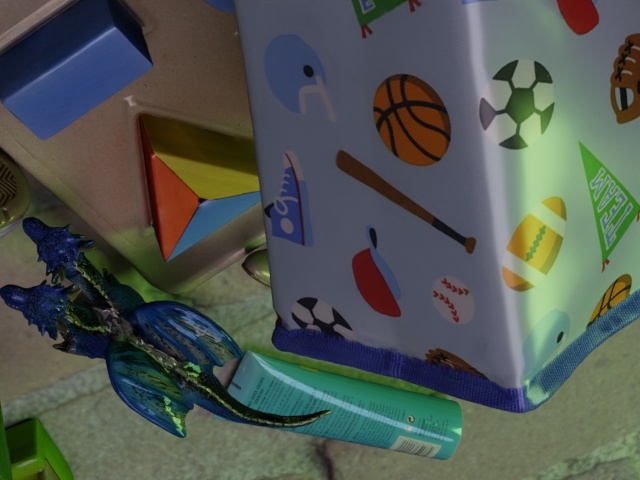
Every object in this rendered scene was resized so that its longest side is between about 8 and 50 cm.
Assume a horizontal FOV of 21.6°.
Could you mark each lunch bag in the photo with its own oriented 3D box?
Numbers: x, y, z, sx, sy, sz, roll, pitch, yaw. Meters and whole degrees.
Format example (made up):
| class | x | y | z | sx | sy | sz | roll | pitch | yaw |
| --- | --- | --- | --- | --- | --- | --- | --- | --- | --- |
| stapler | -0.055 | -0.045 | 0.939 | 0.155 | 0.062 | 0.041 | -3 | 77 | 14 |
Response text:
| class | x | y | z | sx | sy | sz | roll | pitch | yaw |
| --- | --- | --- | --- | --- | --- | --- | --- | --- | --- |
| lunch bag | 0.130 | -0.132 | 1.031 | 0.385 | 0.239 | 0.328 | -31 | 124 | -41 |

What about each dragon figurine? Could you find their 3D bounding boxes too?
| class | x | y | z | sx | sy | sz | roll | pitch | yaw |
| --- | --- | --- | --- | --- | --- | --- | --- | --- | --- |
| dragon figurine | -0.116 | 0.087 | 1.231 | 0.289 | 0.144 | 0.085 | 36 | 84 | -13 |

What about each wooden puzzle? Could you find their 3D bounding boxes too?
| class | x | y | z | sx | sy | sz | roll | pitch | yaw |
| --- | --- | --- | --- | --- | --- | --- | --- | --- | --- |
| wooden puzzle | -0.078 | -0.128 | 1.142 | 0.322 | 0.080 | 0.348 | -32 | 130 | 12 |

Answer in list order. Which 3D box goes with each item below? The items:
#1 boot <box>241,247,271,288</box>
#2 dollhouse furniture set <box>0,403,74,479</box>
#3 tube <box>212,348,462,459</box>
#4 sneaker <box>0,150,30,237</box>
| class | x | y | z | sx | sy | sz | roll | pitch | yaw |
| --- | --- | --- | --- | --- | --- | --- | --- | --- | --- |
| boot | 0.000 | 0.000 | 1.276 | 0.087 | 0.042 | 0.118 | -45 | 158 | 18 |
| dollhouse furniture set | -0.358 | 0.239 | 1.320 | 0.301 | 0.151 | 0.198 | -21 | 132 | 2 |
| tube | 0.019 | 0.144 | 1.425 | 0.207 | 0.052 | 0.080 | 14 | 119 | -20 |
| sneaker | -0.349 | 0.014 | 1.174 | 0.282 | 0.099 | 0.153 | -13 | 152 | -27 |
